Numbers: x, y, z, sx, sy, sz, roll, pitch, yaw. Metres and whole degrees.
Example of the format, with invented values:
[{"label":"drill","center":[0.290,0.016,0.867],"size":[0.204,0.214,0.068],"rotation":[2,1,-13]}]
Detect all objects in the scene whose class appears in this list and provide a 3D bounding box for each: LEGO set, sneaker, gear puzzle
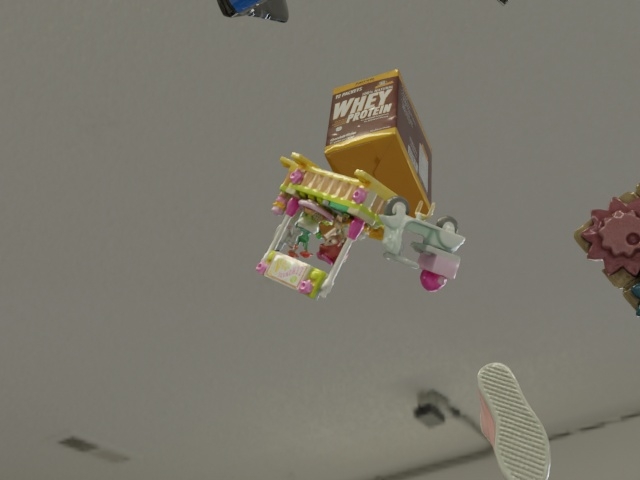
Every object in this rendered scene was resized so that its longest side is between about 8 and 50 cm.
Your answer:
[{"label":"LEGO set","center":[0.000,0.000,0.791],"size":[0.132,0.107,0.287],"rotation":[28,-6,-20]},{"label":"sneaker","center":[0.185,0.189,0.848],"size":[0.050,0.134,0.070],"rotation":[-14,-43,1]},{"label":"gear puzzle","center":[0.430,-0.050,0.868],"size":[0.339,0.175,0.044],"rotation":[-39,-26,9]}]

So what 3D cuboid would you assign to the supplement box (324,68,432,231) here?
[{"label":"supplement box","center":[0.108,-0.159,1.576],"size":[0.129,0.194,0.191],"rotation":[-14,-50,19]}]

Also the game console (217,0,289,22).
[{"label":"game console","center":[-0.059,-0.396,0.928],"size":[0.173,0.293,0.250],"rotation":[-23,8,-42]}]

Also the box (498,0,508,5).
[{"label":"box","center":[0.208,-0.470,0.977],"size":[0.257,0.079,0.322],"rotation":[35,-63,-6]}]
